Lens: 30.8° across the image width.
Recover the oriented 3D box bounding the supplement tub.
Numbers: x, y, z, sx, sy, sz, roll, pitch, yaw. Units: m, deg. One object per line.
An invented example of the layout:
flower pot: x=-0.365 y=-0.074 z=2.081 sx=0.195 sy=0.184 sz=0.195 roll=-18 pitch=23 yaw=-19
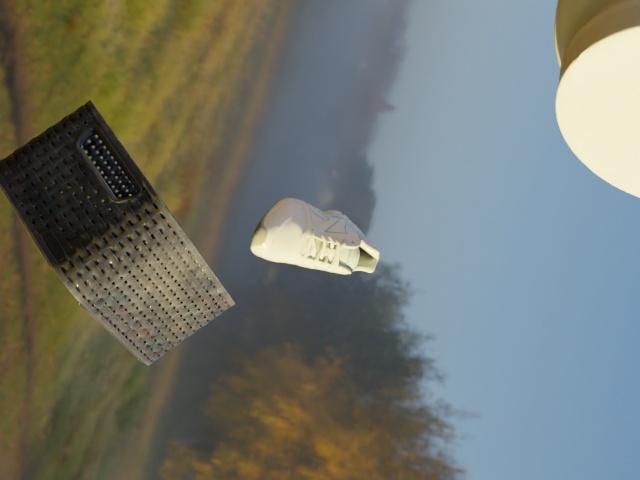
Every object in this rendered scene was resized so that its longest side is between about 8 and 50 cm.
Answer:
supplement tub: x=0.305 y=-0.202 z=0.872 sx=0.228 sy=0.228 sz=0.316 roll=111 pitch=0 yaw=-59

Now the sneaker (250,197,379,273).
sneaker: x=0.000 y=0.000 z=0.978 sx=0.152 sy=0.061 sz=0.053 roll=2 pitch=116 yaw=-57

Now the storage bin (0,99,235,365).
storage bin: x=-0.143 y=0.000 z=0.828 sx=0.084 sy=0.122 sz=0.180 roll=-35 pitch=155 yaw=-4
